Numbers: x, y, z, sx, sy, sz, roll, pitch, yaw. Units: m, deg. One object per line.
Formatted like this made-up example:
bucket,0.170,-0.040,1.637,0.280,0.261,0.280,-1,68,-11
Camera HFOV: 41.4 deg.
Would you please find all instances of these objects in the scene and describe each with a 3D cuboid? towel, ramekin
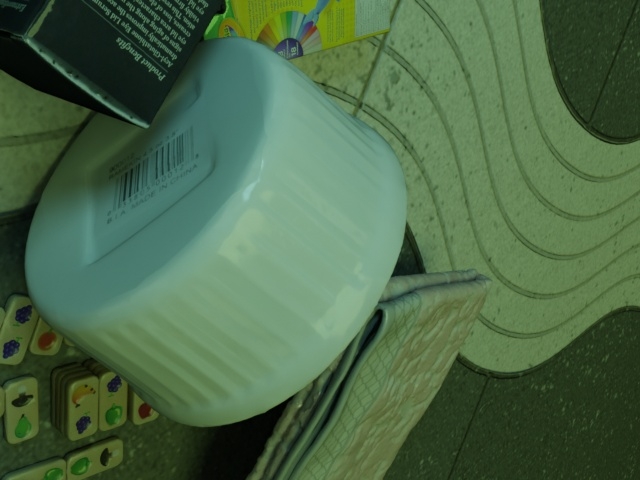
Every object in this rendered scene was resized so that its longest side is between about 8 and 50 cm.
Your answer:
towel,0.052,0.184,0.930,0.317,0.053,0.332,0,122,-61
ramekin,-0.087,-0.017,0.627,0.135,0.277,0.277,41,76,-40

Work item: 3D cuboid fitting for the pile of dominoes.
pile of dominoes,-0.246,0.140,0.695,0.251,0.040,0.196,-12,116,-44

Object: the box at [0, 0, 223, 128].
box,-0.144,-0.199,0.571,0.108,0.153,0.207,37,80,-49

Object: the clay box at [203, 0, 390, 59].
clay box,-0.029,-0.230,0.753,0.222,0.053,0.127,-24,123,-37
